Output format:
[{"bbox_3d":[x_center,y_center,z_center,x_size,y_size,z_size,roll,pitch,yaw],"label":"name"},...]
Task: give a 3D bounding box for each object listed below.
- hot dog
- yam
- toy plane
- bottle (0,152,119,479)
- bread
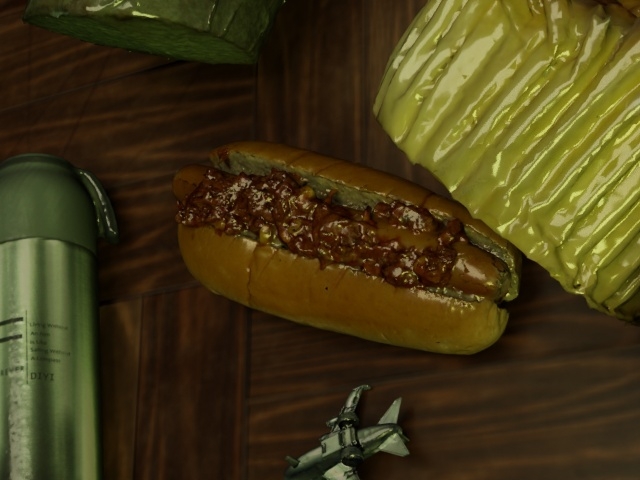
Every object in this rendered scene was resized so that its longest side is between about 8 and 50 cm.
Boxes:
[{"bbox_3d":[0.000,0.000,0.875,0.249,0.076,0.102,18,85,34],"label":"hot dog"},{"bbox_3d":[-0.074,-0.234,0.963,0.161,0.161,0.268,13,79,35],"label":"yam"},{"bbox_3d":[0.013,0.120,0.848,0.083,0.031,0.078,-23,45,20],"label":"toy plane"},{"bbox_3d":[-0.173,0.067,0.957,0.096,0.079,0.253,-3,65,-7],"label":"bottle"},{"bbox_3d":[0.137,-0.056,0.708,0.133,0.250,0.179,-48,62,14],"label":"bread"}]
